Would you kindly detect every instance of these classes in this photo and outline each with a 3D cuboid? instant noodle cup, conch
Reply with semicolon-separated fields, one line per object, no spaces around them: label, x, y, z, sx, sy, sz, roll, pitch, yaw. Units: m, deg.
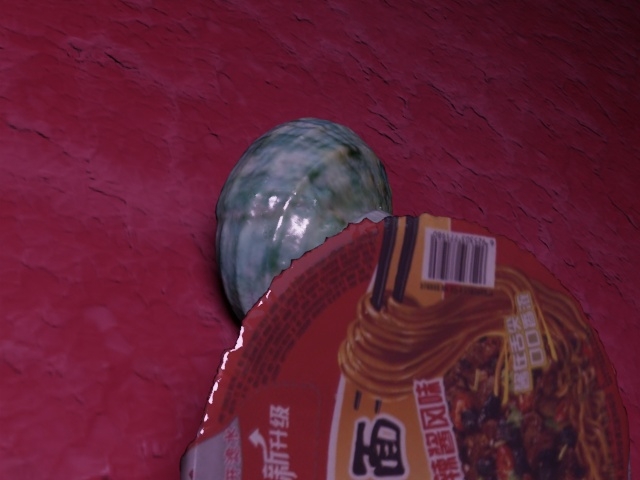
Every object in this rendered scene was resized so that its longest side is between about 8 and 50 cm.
instant noodle cup;0.041;0.124;0.503;0.274;0.090;0.274;4;82;-28
conch;0.001;-0.003;0.640;0.176;0.122;0.188;38;29;-45
